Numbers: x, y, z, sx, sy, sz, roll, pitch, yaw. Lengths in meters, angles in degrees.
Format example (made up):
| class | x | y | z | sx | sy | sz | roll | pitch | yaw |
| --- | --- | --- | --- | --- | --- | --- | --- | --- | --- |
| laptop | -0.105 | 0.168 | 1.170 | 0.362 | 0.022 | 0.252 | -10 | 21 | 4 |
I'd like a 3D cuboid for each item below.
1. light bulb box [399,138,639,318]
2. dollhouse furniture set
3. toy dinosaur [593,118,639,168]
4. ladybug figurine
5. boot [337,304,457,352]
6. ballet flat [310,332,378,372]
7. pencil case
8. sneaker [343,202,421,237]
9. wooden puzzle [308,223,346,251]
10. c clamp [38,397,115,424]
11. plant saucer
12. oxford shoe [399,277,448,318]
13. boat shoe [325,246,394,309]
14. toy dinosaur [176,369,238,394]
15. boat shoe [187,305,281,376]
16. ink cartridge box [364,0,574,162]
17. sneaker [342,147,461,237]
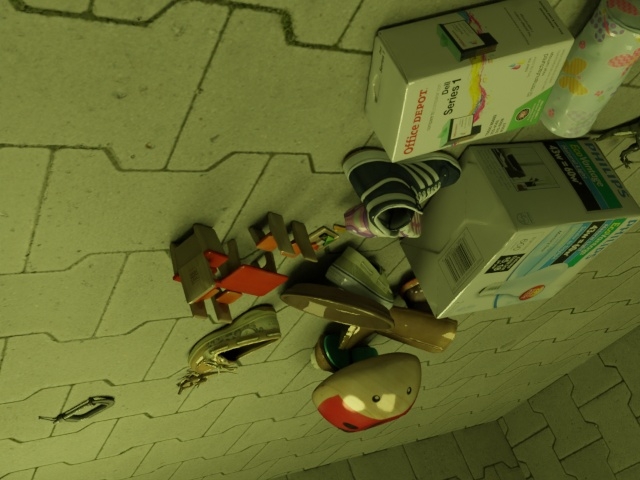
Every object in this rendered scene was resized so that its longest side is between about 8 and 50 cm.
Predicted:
| class | x | y | z | sx | sy | sz | roll | pitch | yaw |
| --- | --- | --- | --- | --- | --- | --- | --- | --- | --- |
| light bulb box | 0.434 | -0.026 | 1.591 | 0.361 | 0.225 | 0.358 | -7 | 148 | -26 |
| dollhouse furniture set | -0.168 | 0.070 | 1.404 | 0.262 | 0.135 | 0.259 | -36 | 150 | 23 |
| toy dinosaur | 0.726 | -0.234 | 1.617 | 0.268 | 0.064 | 0.118 | -19 | 138 | -7 |
| ladybug figurine | 0.137 | 0.438 | 2.006 | 0.305 | 0.161 | 0.449 | -12 | 161 | -15 |
| boot | 0.200 | 0.256 | 1.930 | 0.270 | 0.089 | 0.236 | 17 | 141 | -7 |
| ballet flat | 0.049 | 0.344 | 2.116 | 0.124 | 0.116 | 0.342 | -15 | 163 | 28 |
| pencil case | 0.486 | -0.303 | 1.255 | 0.124 | 0.113 | 0.273 | -21 | 154 | -23 |
| sneaker | 0.129 | -0.046 | 1.482 | 0.105 | 0.095 | 0.236 | -12 | 174 | 34 |
| wooden puzzle | 0.000 | 0.000 | 1.538 | 0.116 | 0.014 | 0.079 | -35 | 150 | 23 |
| c clamp | -0.623 | 0.447 | 1.859 | 0.161 | 0.022 | 0.137 | -27 | 152 | 9 |
| plant saucer | 0.042 | 0.155 | 1.674 | 0.278 | 0.041 | 0.278 | 14 | 165 | 4 |
| oxford shoe | 0.311 | 0.192 | 1.985 | 0.130 | 0.132 | 0.363 | -25 | 152 | 5 |
| boat shoe | 0.117 | 0.097 | 1.702 | 0.094 | 0.109 | 0.302 | -54 | 151 | 2 |
| toy dinosaur | -0.325 | 0.372 | 1.939 | 0.183 | 0.053 | 0.093 | -22 | 169 | 14 |
| boat shoe | -0.217 | 0.265 | 1.765 | 0.285 | 0.089 | 0.105 | -37 | 150 | 26 |
| ink cartridge box | 0.227 | -0.255 | 1.139 | 0.278 | 0.117 | 0.201 | -16 | 152 | -11 |
| sneaker | 0.180 | -0.088 | 1.363 | 0.282 | 0.153 | 0.099 | -1 | 146 | -36 |
